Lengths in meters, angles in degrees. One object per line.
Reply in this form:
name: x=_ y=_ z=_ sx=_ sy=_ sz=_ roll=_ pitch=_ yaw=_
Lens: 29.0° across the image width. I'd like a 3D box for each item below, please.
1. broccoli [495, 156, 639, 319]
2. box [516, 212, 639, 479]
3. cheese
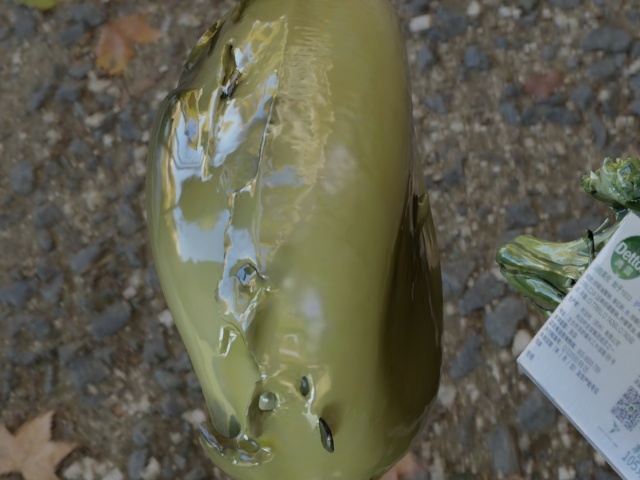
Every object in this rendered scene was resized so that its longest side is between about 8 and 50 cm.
broccoli: x=0.296 y=0.045 z=1.340 sx=0.247 sy=0.263 sz=0.243 roll=-32 pitch=32 yaw=-32
box: x=0.241 y=0.093 z=0.826 sx=0.139 sy=0.073 sz=0.194 roll=-54 pitch=41 yaw=13
cheese: x=0.000 y=0.000 z=0.615 sx=0.128 sy=0.259 sz=0.316 roll=-11 pitch=15 yaw=14
